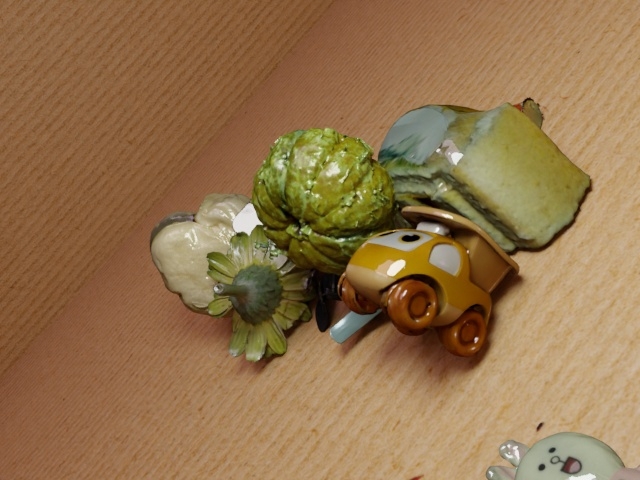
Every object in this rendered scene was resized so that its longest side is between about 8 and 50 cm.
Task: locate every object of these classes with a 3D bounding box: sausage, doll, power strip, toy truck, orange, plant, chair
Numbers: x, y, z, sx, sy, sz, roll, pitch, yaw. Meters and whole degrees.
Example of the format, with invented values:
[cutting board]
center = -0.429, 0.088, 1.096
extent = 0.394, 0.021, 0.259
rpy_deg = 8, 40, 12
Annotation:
[sausage]
center = 0.378, -0.253, 1.479
extent = 0.264, 0.083, 0.083
rpy_deg = -12, 42, 48
[doll]
center = 0.328, 0.305, 0.757
extent = 0.155, 0.113, 0.275
rpy_deg = -50, 18, -27
[power strip]
center = 0.114, 0.125, 1.291
extent = 0.216, 0.044, 0.137
rpy_deg = -45, -10, 37
[toy truck]
center = 0.190, 0.070, 1.111
extent = 0.204, 0.288, 0.212
rpy_deg = 11, 73, 60
[orange]
center = 0.007, -0.086, 1.241
extent = 0.300, 0.301, 0.223
rpy_deg = 15, 45, 22
[plant]
center = -0.129, 0.109, 1.477
extent = 0.261, 0.306, 0.297
rpy_deg = -14, -15, -16
[chair]
center = 0.059, 0.094, 1.438
extent = 0.145, 0.221, 0.140
rpy_deg = 4, 38, 1

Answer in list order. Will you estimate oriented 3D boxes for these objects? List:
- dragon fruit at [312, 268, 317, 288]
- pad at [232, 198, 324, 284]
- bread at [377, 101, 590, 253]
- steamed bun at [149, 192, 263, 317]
[dragon fruit]
center = -0.054, 0.075, 1.619
extent = 0.192, 0.122, 0.092
rpy_deg = -49, -1, -3
[pad]
center = -0.075, -0.018, 1.590
extent = 0.181, 0.267, 0.004
rpy_deg = -48, -9, -12
[bread]
center = 0.282, -0.135, 1.254
extent = 0.395, 0.264, 0.239
rpy_deg = -5, 44, 54
[steamed bun]
center = -0.254, 0.036, 1.719
extent = 0.372, 0.325, 0.230
rpy_deg = -27, 3, 10
